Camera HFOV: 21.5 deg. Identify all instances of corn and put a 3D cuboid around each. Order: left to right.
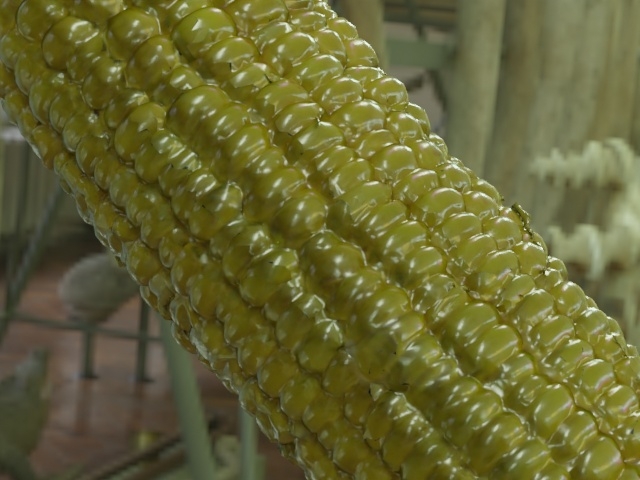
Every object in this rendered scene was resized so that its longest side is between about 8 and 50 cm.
[{"bbox_3d":[0.000,0.000,0.381,0.238,0.080,0.080,49,26,19],"label":"corn"}]
